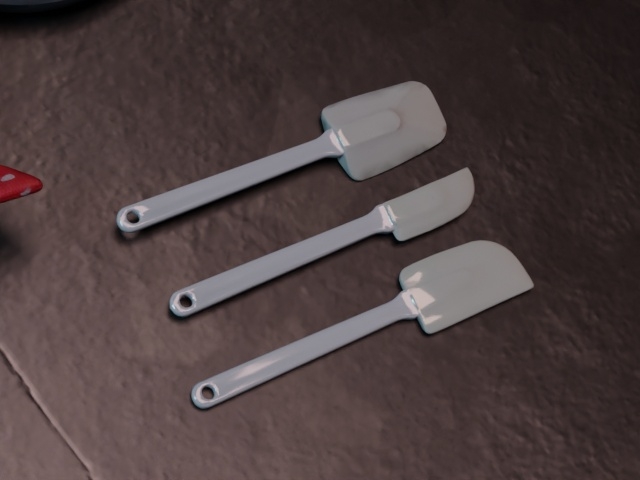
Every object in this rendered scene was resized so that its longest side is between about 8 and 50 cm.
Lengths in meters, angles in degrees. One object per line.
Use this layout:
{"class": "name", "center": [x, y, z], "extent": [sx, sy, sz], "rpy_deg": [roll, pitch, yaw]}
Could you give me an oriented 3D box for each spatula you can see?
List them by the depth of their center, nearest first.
{"class": "spatula", "center": [0.000, 0.000, 1.036], "extent": [0.242, 0.019, 0.168], "rpy_deg": [-22, 80, -20]}

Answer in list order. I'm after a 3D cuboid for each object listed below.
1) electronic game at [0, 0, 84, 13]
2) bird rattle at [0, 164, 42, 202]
{"class": "electronic game", "center": [-0.208, -0.253, 1.068], "extent": [0.229, 0.048, 0.229], "rpy_deg": [5, 67, -13]}
{"class": "bird rattle", "center": [-0.282, -0.098, 0.919], "extent": [0.207, 0.143, 0.254], "rpy_deg": [13, 65, -51]}
